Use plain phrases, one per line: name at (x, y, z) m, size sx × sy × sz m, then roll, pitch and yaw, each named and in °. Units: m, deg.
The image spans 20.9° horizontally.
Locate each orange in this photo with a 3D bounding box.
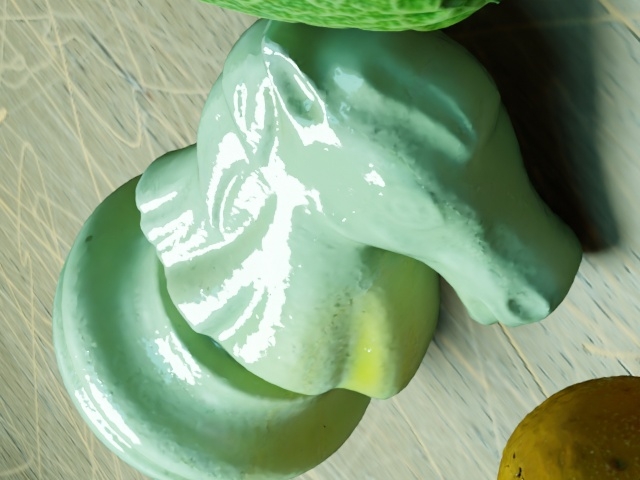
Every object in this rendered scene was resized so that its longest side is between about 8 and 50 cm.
orange at (0.132, 0.118, 0.693) m, size 0.135 × 0.117 × 0.135 m, roll -15°, pitch -90°, yaw -74°

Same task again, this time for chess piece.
chess piece at (0.000, 0.000, 0.778) m, size 0.176 × 0.176 × 0.298 m, roll 56°, pitch 146°, yaw 5°

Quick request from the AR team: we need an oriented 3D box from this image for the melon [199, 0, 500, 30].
melon at (-0.094, -0.245, 0.633) m, size 0.343 × 0.226 × 0.331 m, roll 5°, pitch 141°, yaw 44°
